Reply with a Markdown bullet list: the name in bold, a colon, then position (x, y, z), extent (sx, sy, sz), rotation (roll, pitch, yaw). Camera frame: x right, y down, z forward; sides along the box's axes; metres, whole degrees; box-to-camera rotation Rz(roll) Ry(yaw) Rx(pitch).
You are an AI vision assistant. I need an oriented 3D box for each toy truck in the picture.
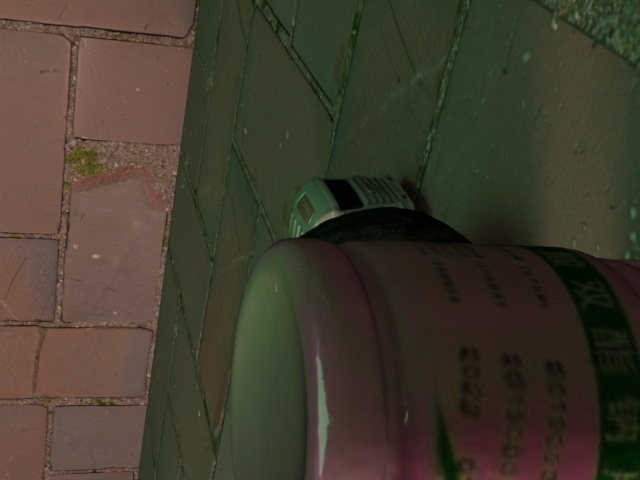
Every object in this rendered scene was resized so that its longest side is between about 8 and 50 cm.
- **toy truck**: position (0.016, 0.068, 1.160), extent (0.136, 0.162, 0.305), rotation (-120, 37, -59)

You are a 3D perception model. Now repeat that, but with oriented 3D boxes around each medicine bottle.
- **medicine bottle**: position (0.120, 0.108, 0.582), extent (0.212, 0.326, 0.212), rotation (-176, 90, -72)

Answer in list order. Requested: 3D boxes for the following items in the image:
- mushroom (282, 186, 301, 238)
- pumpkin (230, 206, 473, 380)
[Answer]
- **mushroom**: position (-0.002, 0.001, 1.344), extent (0.097, 0.088, 0.212), rotation (96, 158, -43)
- **pumpkin**: position (0.065, 0.094, 0.861), extent (0.197, 0.263, 0.293), rotation (121, 144, -49)
